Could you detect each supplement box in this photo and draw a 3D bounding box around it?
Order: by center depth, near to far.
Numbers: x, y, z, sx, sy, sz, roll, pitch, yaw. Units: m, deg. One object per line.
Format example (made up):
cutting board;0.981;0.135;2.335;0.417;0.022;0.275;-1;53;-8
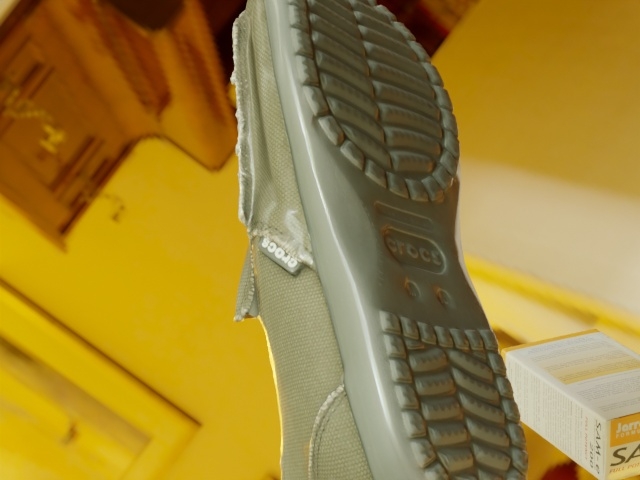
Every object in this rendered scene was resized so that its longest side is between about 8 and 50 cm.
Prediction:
supplement box;0.143;0.083;0.758;0.098;0.062;0.036;-144;48;-61

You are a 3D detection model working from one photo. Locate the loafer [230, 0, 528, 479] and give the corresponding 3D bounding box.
loafer;0.000;0.000;0.543;0.094;0.087;0.251;23;-135;-39
